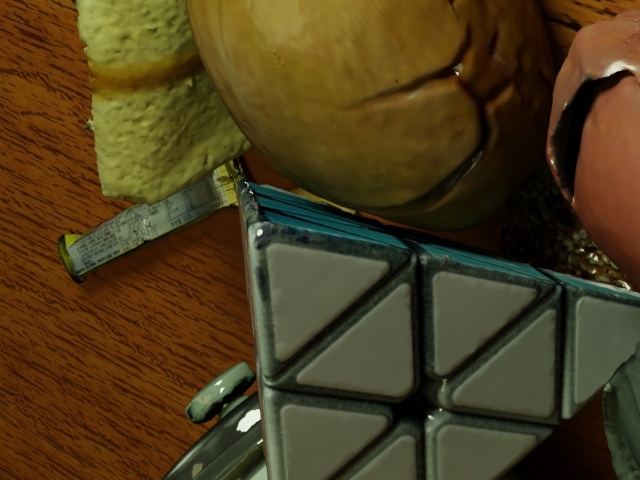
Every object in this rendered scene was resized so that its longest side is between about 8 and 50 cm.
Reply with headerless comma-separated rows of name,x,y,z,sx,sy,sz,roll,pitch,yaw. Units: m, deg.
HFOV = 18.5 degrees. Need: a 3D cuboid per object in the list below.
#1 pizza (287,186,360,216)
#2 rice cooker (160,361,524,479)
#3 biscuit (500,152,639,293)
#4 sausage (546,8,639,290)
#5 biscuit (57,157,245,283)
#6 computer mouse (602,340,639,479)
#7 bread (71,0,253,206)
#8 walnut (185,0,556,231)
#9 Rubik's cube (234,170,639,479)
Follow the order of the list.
pizza,-0.001,0.000,1.435,0.083,0.025,0.078,8,117,47
rice cooker,0.017,0.210,1.360,0.317,0.264,0.316,3,97,22
biscuit,0.204,0.041,1.218,0.237,0.026,0.131,32,137,35
sausage,0.237,-0.011,1.039,0.279,0.152,0.152,45,141,18
biscuit,-0.141,-0.015,1.594,0.292,0.026,0.048,-21,93,53
computer mouse,0.291,0.184,1.001,0.374,0.114,0.203,33,171,-10
bread,-0.131,-0.193,1.327,0.236,0.198,0.263,45,148,32
walnut,0.042,-0.115,1.169,0.203,0.203,0.298,9,145,47
Rubik's cube,0.027,0.059,1.166,0.233,0.229,0.228,49,137,-7
